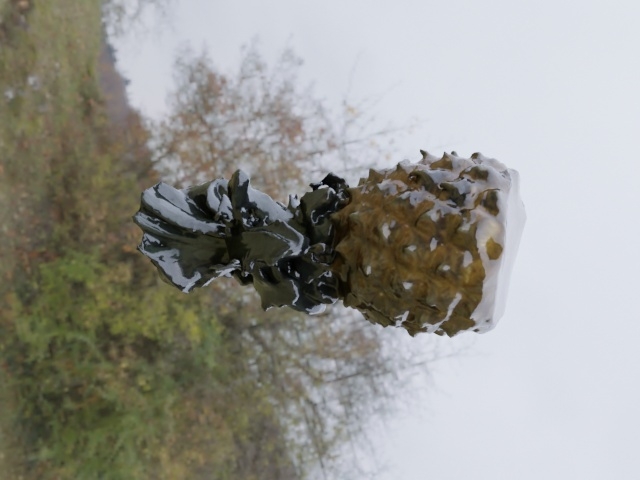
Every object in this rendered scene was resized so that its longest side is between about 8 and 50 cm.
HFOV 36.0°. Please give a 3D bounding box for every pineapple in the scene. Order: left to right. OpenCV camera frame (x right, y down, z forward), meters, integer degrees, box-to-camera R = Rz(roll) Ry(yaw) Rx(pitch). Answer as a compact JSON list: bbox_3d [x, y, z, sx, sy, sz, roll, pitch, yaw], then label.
[{"bbox_3d":[0.000,0.000,0.599,0.119,0.237,0.111,62,36,-56],"label":"pineapple"}]
